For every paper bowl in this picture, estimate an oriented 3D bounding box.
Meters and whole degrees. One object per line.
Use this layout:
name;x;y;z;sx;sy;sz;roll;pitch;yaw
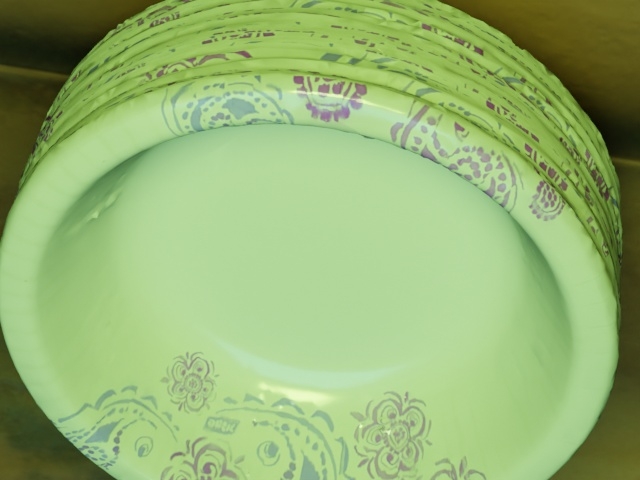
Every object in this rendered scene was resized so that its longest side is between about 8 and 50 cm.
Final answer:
paper bowl;0.000;0.000;0.927;0.284;0.148;0.284;5;132;6
